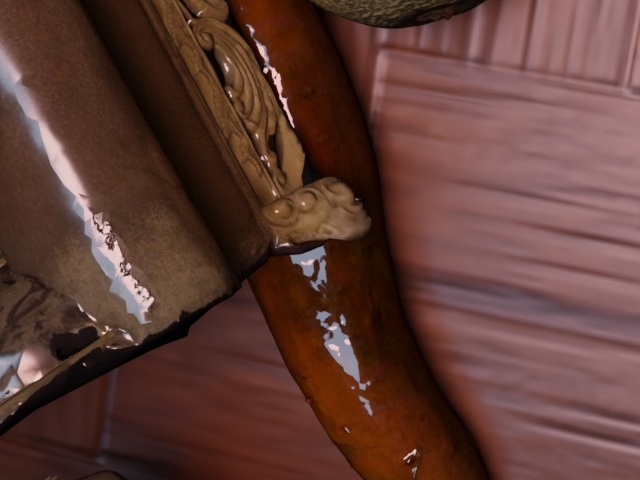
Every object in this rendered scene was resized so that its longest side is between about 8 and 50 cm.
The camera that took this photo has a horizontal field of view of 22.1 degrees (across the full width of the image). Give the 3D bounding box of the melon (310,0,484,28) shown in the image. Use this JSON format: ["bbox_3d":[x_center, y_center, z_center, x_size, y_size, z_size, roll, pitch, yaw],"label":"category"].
[{"bbox_3d":[0.017,-0.128,0.497,0.098,0.098,0.131,-22,84,19],"label":"melon"}]

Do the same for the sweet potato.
[{"bbox_3d":[-0.001,0.000,0.544,0.057,0.057,0.264,-16,97,19],"label":"sweet potato"}]

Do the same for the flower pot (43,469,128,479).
[{"bbox_3d":[-0.043,0.227,0.494,0.259,0.290,0.290,41,108,19],"label":"flower pot"}]

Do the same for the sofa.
[{"bbox_3d":[-0.148,-0.020,0.490,0.258,0.182,0.200,-29,88,39],"label":"sofa"}]
